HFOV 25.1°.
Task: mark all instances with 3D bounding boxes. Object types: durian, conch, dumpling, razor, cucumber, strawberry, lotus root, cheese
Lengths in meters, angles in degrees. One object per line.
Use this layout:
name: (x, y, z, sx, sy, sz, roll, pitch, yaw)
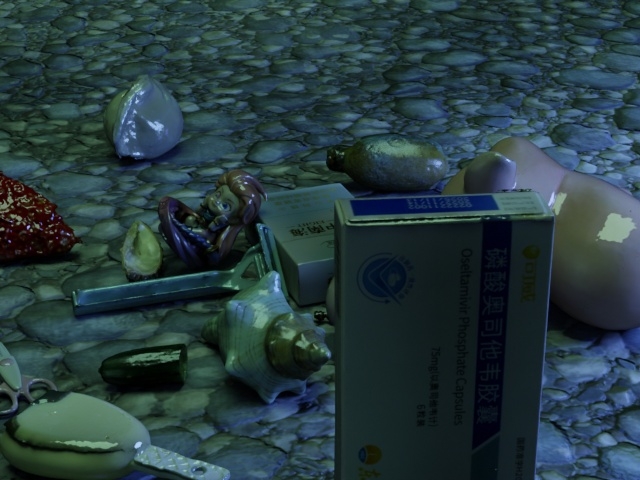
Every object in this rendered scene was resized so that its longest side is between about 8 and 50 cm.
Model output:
durian: (-0.241, 0.021, 1.950, 0.052, 0.066, 0.130, 1, 34, 4)
conch: (-0.073, 0.107, 1.677, 0.234, 0.137, 0.114, 27, 20, 34)
dumpling: (-0.290, -0.205, 2.356, 0.118, 0.136, 0.199, 0, 14, 17)
razor: (-0.187, 0.059, 1.887, 0.278, 0.056, 0.111, -11, 66, -8)
cucumber: (-0.209, 0.151, 1.696, 0.105, 0.048, 0.048, -7, 25, -2)
strawberry: (-0.459, -0.032, 2.023, 0.228, 0.098, 0.174, 17, 31, 34)
lotus root: (0.103, -0.120, 2.219, 0.192, 0.088, 0.113, 2, 9, 6)
cheese: (-0.211, 0.224, 1.531, 0.252, 0.054, 0.127, 13, 28, 24)

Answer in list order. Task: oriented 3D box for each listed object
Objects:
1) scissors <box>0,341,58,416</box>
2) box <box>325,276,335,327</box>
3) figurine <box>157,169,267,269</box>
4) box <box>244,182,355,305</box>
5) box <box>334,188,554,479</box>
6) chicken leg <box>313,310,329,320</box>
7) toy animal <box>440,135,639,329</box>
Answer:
scissors: (-0.371, 0.155, 1.714, 0.085, 0.022, 0.176, -14, 31, -20)
box: (0.106, 0.085, 1.758, 0.200, 0.088, 0.146, 21, 34, 17)
figurine: (-0.148, -0.030, 1.987, 0.157, 0.114, 0.126, -31, 51, -15)
box: (0.000, 0.000, 1.985, 0.155, 0.067, 0.243, -11, 27, -18)
box: (0.114, 0.120, 1.403, 0.200, 0.343, 0.065, -2, 26, -4)
chicken leg: (0.030, 0.101, 1.824, 0.083, 0.021, 0.036, 22, 42, 40)
toy animal: (0.301, 0.001, 1.841, 0.269, 0.237, 0.326, -5, 26, -35)
